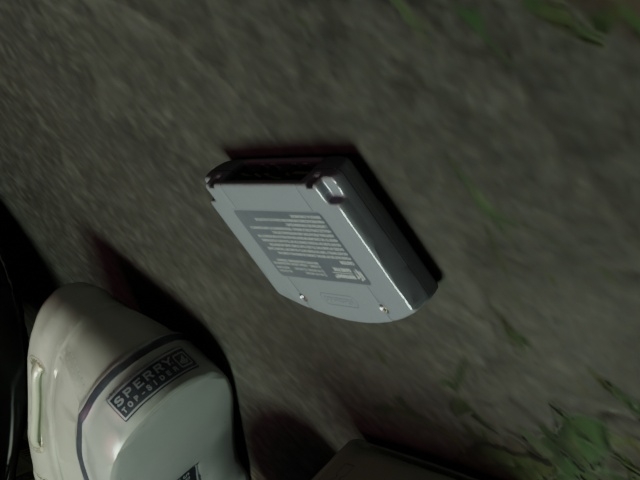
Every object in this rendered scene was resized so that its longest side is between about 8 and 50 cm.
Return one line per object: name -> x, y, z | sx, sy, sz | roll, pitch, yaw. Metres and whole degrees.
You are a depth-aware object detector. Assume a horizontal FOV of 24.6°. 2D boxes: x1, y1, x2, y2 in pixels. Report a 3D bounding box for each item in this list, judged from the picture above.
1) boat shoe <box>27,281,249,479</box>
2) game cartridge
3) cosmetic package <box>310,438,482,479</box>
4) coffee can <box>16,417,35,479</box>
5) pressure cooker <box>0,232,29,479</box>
boat shoe -> -0.099, 0.112, 0.728 | 0.088, 0.096, 0.267 | 42, 158, 22
game cartridge -> 0.000, 0.000, 0.441 | 0.056, 0.017, 0.083 | 58, 157, -19
cosmetic package -> 0.068, 0.244, 0.556 | 0.309, 0.160, 0.113 | 54, 157, -23
coffee can -> -0.183, 0.237, 0.958 | 0.275, 0.201, 0.202 | 16, 144, 53
pressure cooker -> -0.399, 0.067, 0.811 | 0.370, 0.375, 0.420 | 49, 158, -24
